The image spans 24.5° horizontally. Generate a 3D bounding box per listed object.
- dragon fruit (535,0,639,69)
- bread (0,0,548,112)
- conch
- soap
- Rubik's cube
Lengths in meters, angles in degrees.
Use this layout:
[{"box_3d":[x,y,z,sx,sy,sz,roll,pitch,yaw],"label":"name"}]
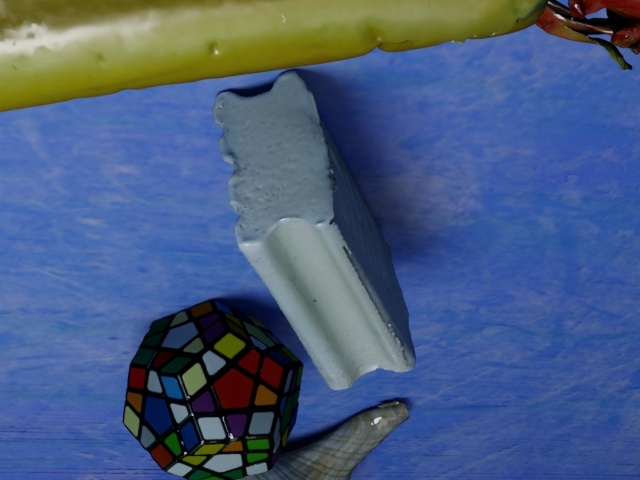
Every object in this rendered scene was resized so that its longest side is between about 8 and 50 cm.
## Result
[{"box_3d":[0.143,-0.153,0.716,0.175,0.142,0.138,-2,-173,22],"label":"dragon fruit"},{"box_3d":[-0.078,-0.150,0.643,0.384,0.112,0.166,-10,119,-3],"label":"bread"},{"box_3d":[-0.033,0.228,1.245,0.234,0.114,0.137,-12,161,-11],"label":"conch"},{"box_3d":[0.000,0.000,0.903,0.063,0.114,0.198,-17,147,8],"label":"soap"},{"box_3d":[-0.076,0.109,1.046,0.112,0.133,0.133,-19,159,-45],"label":"Rubik's cube"}]
